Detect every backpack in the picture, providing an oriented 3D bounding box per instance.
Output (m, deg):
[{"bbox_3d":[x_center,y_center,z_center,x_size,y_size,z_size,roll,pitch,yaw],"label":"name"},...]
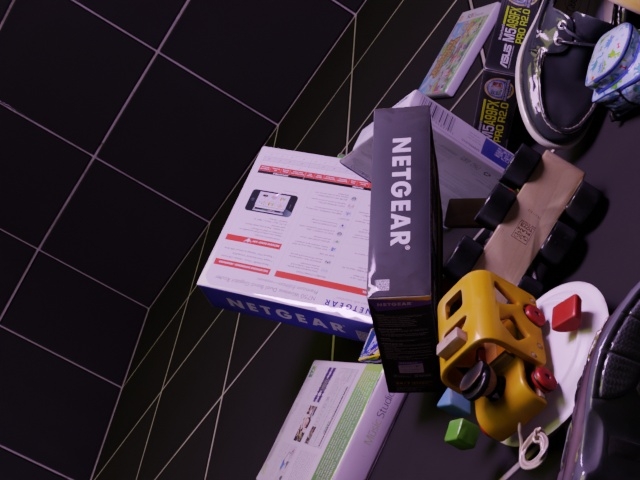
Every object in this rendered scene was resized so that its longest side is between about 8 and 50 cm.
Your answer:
[{"bbox_3d":[0.395,-0.222,1.276,0.114,0.084,0.105,-23,41,62],"label":"backpack"}]

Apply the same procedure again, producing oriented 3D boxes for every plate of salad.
[{"bbox_3d":[0.253,0.138,1.115,0.200,0.048,0.199,-52,18,25],"label":"plate of salad"}]

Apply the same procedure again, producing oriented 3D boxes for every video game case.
[{"bbox_3d":[0.285,-0.389,2.096,0.212,0.023,0.193,-60,14,-1],"label":"video game case"}]

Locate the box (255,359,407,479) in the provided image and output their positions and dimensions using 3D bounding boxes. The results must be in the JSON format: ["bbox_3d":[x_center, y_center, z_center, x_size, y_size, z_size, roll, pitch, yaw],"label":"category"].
[{"bbox_3d":[0.013,0.304,1.586,0.232,0.059,0.322,-63,14,-13],"label":"box"}]

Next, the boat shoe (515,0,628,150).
[{"bbox_3d":[0.359,-0.290,1.387,0.113,0.127,0.340,120,172,-69],"label":"boat shoe"}]

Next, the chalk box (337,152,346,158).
[{"bbox_3d":[0.068,-0.067,1.907,0.132,0.132,0.213,100,-169,-65],"label":"chalk box"}]

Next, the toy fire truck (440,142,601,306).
[{"bbox_3d":[0.228,-0.001,1.339,0.217,0.159,0.246,-57,-6,-11],"label":"toy fire truck"}]

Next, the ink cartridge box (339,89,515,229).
[{"bbox_3d":[0.171,-0.117,1.544,0.224,0.223,0.045,-31,31,59],"label":"ink cartridge box"}]

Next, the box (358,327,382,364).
[{"bbox_3d":[0.122,0.157,1.507,0.169,0.054,0.059,-27,36,64],"label":"box"}]

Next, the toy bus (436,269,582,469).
[{"bbox_3d":[0.177,0.126,1.088,0.190,0.104,0.202,-64,17,-12],"label":"toy bus"}]

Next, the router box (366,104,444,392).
[{"bbox_3d":[0.119,0.013,1.355,0.243,0.081,0.308,75,-164,-52],"label":"router box"}]

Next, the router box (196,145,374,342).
[{"bbox_3d":[0.000,0.000,1.732,0.301,0.336,0.082,-66,-26,-25],"label":"router box"}]

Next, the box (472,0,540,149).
[{"bbox_3d":[0.292,-0.273,1.587,0.216,0.060,0.270,92,-166,-53],"label":"box"}]

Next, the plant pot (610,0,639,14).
[{"bbox_3d":[0.434,-0.389,1.201,0.254,0.254,0.239,-90,19,-63],"label":"plant pot"}]

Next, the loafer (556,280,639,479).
[{"bbox_3d":[0.265,0.166,0.922,0.302,0.109,0.095,-68,12,-19],"label":"loafer"}]
